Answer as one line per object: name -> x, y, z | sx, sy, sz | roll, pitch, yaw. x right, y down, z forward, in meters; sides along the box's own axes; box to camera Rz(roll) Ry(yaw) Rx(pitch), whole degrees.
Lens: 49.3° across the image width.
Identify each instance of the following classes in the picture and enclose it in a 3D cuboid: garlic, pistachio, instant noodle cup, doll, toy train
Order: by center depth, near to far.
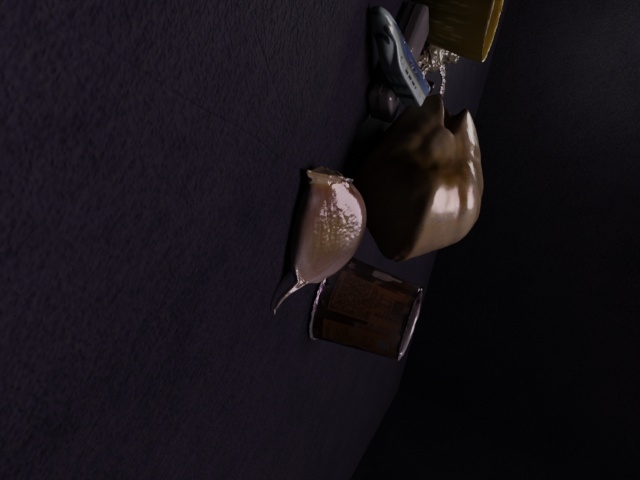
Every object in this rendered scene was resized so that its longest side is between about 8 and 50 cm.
garlic -> 0.002, 0.005, 1.227 | 0.128, 0.148, 0.267 | -150, -111, -68
toy train -> 0.140, -0.340, 1.302 | 0.234, 0.052, 0.051 | 45, 67, -52
pistachio -> 0.213, -0.132, 1.517 | 0.445, 0.281, 0.366 | -88, -161, -72
instant noodle cup -> 0.106, 0.150, 1.535 | 0.217, 0.207, 0.218 | 19, 90, -74
doll -> 0.263, -0.453, 1.673 | 0.285, 0.091, 0.203 | -12, 89, -51

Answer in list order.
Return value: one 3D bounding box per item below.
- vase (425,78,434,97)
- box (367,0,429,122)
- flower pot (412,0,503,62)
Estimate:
vase -> 0.258, -0.312, 1.823 | 0.086, 0.086, 0.214 | -53, 151, -52
box -> 0.163, -0.370, 1.446 | 0.103, 0.055, 0.244 | 69, 42, -66
flower pot -> 0.301, -0.509, 1.544 | 0.195, 0.179, 0.195 | 16, 90, -75
